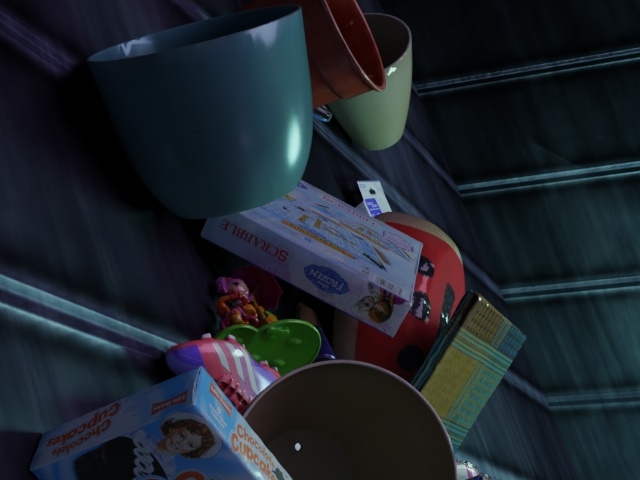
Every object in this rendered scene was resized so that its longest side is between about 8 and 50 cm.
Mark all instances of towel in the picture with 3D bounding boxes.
[{"bbox_3d":[0.207,0.279,1.787,0.040,0.370,0.271,30,-4,34],"label":"towel"}]

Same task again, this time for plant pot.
[{"bbox_3d":[-0.141,-0.168,1.417,0.293,0.292,0.235,-67,145,-67],"label":"plant pot"},{"bbox_3d":[0.003,0.297,1.293,0.284,0.284,0.191,67,-19,5],"label":"plant pot"},{"bbox_3d":[0.115,-0.360,2.519,0.274,0.256,0.257,71,9,-45],"label":"plant pot"},{"bbox_3d":[-0.062,-0.336,1.872,0.272,0.265,0.272,55,20,-32],"label":"plant pot"}]

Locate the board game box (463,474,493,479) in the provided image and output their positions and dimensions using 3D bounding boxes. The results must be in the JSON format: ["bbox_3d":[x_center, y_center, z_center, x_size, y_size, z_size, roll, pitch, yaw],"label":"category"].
[{"bbox_3d":[0.316,0.590,1.960,0.291,0.141,0.232,37,33,-57],"label":"board game box"}]

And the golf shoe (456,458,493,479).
[{"bbox_3d":[0.301,0.507,2.146,0.186,0.067,0.086,39,46,-40],"label":"golf shoe"}]

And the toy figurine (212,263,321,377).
[{"bbox_3d":[-0.103,0.101,1.490,0.173,0.130,0.159,15,33,-37],"label":"toy figurine"}]

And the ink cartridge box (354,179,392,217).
[{"bbox_3d":[0.135,-0.037,2.420,0.208,0.045,0.206,68,18,4],"label":"ink cartridge box"}]

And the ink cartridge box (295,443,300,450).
[{"bbox_3d":[-0.041,0.276,1.516,0.063,0.029,0.115,40,30,-54],"label":"ink cartridge box"}]

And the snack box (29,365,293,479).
[{"bbox_3d":[-0.112,0.280,1.038,0.322,0.187,0.060,56,20,-27],"label":"snack box"}]

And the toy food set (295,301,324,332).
[{"bbox_3d":[-0.018,0.148,1.767,0.083,0.020,0.083,59,19,-21],"label":"toy food set"}]

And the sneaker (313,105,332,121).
[{"bbox_3d":[-0.020,-0.352,2.327,0.188,0.078,0.067,66,17,0],"label":"sneaker"}]

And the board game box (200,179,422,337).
[{"bbox_3d":[0.000,0.000,1.637,0.318,0.066,0.318,28,18,1],"label":"board game box"}]

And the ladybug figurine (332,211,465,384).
[{"bbox_3d":[0.153,0.139,1.883,0.305,0.161,0.449,53,41,-40],"label":"ladybug figurine"}]

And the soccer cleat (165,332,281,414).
[{"bbox_3d":[-0.114,0.188,1.345,0.248,0.083,0.095,40,35,-59],"label":"soccer cleat"}]

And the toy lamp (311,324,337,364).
[{"bbox_3d":[0.003,0.256,1.590,0.080,0.080,0.275,42,28,-52],"label":"toy lamp"}]
